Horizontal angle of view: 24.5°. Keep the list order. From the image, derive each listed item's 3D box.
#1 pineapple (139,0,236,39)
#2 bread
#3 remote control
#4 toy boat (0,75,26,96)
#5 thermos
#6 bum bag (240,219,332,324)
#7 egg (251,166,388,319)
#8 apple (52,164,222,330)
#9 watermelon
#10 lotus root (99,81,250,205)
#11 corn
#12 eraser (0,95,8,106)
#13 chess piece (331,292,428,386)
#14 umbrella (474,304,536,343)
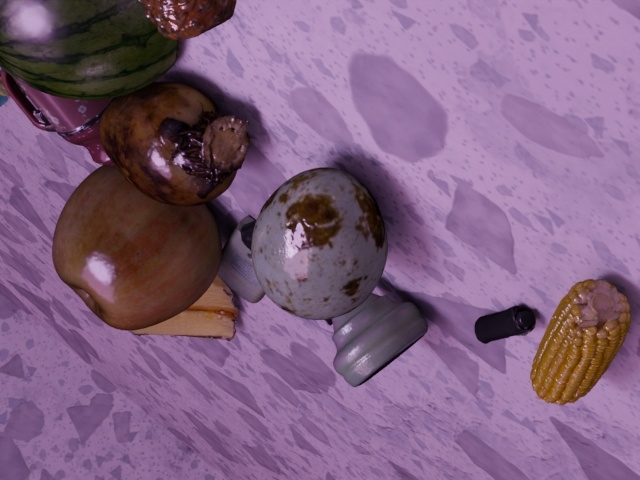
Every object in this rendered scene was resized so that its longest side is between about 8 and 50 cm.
[{"bbox_3d":[-0.168,-0.315,1.581,0.108,0.108,0.198,11,134,55],"label":"pineapple"},{"bbox_3d":[-0.241,0.115,2.533,0.178,0.135,0.240,35,157,20],"label":"bread"},{"bbox_3d":[-0.106,0.033,2.257,0.098,0.038,0.233,42,159,1],"label":"remote control"},{"bbox_3d":[-0.515,-0.307,2.222,0.276,0.111,0.084,36,165,9],"label":"toy boat"},{"bbox_3d":[-0.384,-0.228,2.102,0.330,0.136,0.109,54,-176,-29],"label":"thermos"},{"bbox_3d":[-0.011,0.056,2.092,0.248,0.060,0.123,44,159,-7],"label":"bum bag"},{"bbox_3d":[0.000,0.000,1.797,0.169,0.169,0.231,36,151,17],"label":"egg"},{"bbox_3d":[-0.281,0.009,2.240,0.257,0.234,0.257,39,166,11],"label":"apple"},{"bbox_3d":[-0.340,-0.291,1.834,0.330,0.189,0.331,36,165,11],"label":"watermelon"},{"bbox_3d":[-0.206,-0.128,1.959,0.314,0.141,0.169,14,142,55],"label":"lotus root"},{"bbox_3d":[0.285,0.116,1.625,0.081,0.081,0.248,37,159,14],"label":"corn"},{"bbox_3d":[-0.608,-0.311,2.475,0.095,0.052,0.225,33,159,31],"label":"eraser"},{"bbox_3d":[0.013,0.056,1.981,0.272,0.139,0.139,51,161,7],"label":"chess piece"},{"bbox_3d":[0.222,0.101,1.787,0.036,0.031,0.133,43,160,-8],"label":"umbrella"}]
